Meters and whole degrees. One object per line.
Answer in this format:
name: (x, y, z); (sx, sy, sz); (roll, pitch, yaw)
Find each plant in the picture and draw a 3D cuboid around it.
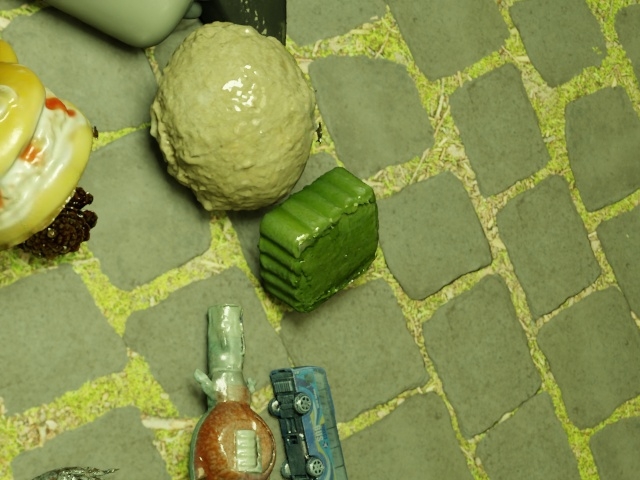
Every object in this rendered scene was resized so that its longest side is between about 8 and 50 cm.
plant: (-0.142, -0.435, 1.931); (0.164, 0.142, 0.256); (-26, 98, -28)

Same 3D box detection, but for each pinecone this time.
pinecone: (-0.411, -0.044, 1.733); (0.140, 0.140, 0.121); (-1, 46, -28)

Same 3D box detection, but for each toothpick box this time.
toothpick box: (-0.320, -0.440, 1.786); (0.316, 0.229, 0.229); (26, 70, -22)

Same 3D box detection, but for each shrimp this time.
shrimp: (-0.380, 0.375, 1.716); (0.165, 0.056, 0.065); (-12, 72, -19)

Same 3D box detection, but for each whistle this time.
whistle: (-0.145, 0.275, 1.822); (0.142, 0.134, 0.346); (3, 72, -18)

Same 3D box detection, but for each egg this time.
egg: (-0.138, -0.198, 1.830); (0.279, 0.279, 0.310); (-14, 105, -29)

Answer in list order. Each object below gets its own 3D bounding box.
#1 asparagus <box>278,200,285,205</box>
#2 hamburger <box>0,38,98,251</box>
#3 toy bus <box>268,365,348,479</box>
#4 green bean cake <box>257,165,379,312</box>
asparagus: (-0.027, -0.085, 2.003); (0.114, 0.014, 0.015); (-35, 65, -29)
hamburger: (-0.468, -0.149, 1.621); (0.186, 0.261, 0.303); (48, 39, -36)
toy bus: (-0.019, 0.326, 1.907); (0.094, 0.079, 0.236); (-8, 85, -45)
green bean cake: (0.000, 0.000, 1.893); (0.214, 0.200, 0.113); (-37, 56, -27)
